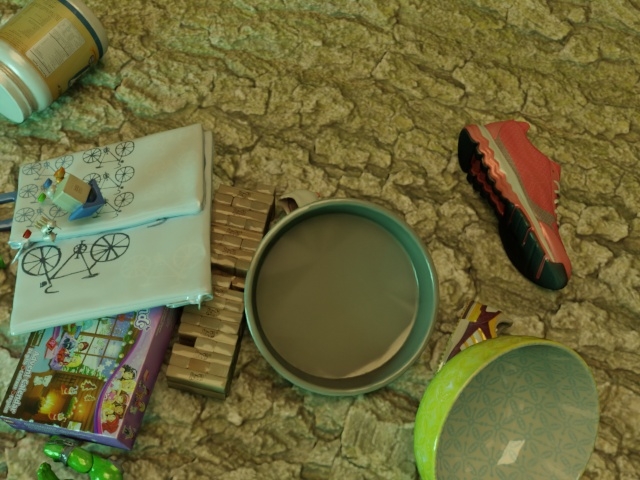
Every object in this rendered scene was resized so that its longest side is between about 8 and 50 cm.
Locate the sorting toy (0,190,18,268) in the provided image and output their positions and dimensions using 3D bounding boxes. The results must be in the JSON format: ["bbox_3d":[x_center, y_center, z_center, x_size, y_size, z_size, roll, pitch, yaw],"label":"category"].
[{"bbox_3d":[-0.637,-0.026,1.687,0.348,0.047,0.196,1,64,-3],"label":"sorting toy"}]

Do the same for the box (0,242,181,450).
[{"bbox_3d":[-0.325,0.146,1.585,0.201,0.057,0.293,6,62,20],"label":"box"}]

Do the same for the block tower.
[{"bbox_3d":[-0.148,0.072,1.645,0.097,0.091,0.335,13,64,2],"label":"block tower"}]

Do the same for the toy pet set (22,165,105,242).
[{"bbox_3d":[-0.377,-0.054,1.626,0.065,0.114,0.122,34,46,-26],"label":"toy pet set"}]

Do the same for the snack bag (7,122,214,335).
[{"bbox_3d":[-0.318,-0.020,1.630,0.323,0.037,0.342,-11,51,8],"label":"snack bag"}]

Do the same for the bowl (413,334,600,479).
[{"bbox_3d":[0.234,0.254,1.527,0.289,0.289,0.156,-35,28,-18],"label":"bowl"}]

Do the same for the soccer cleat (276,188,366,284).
[{"bbox_3d":[0.000,0.000,1.697,0.076,0.068,0.196,-11,56,-40],"label":"soccer cleat"}]

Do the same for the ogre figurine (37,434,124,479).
[{"bbox_3d":[-0.328,0.369,1.489,0.118,0.097,0.197,-3,56,6],"label":"ogre figurine"}]

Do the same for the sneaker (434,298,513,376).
[{"bbox_3d":[0.228,0.178,1.628,0.084,0.069,0.185,21,66,12],"label":"sneaker"}]

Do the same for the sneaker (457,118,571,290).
[{"bbox_3d":[0.342,-0.073,1.732,0.136,0.116,0.314,-19,67,-14],"label":"sneaker"}]

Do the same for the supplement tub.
[{"bbox_3d":[-0.463,-0.304,1.778,0.144,0.144,0.199,36,68,13],"label":"supplement tub"}]

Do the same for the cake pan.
[{"bbox_3d":[0.030,0.083,1.615,0.293,0.054,0.293,0,89,-10],"label":"cake pan"}]
